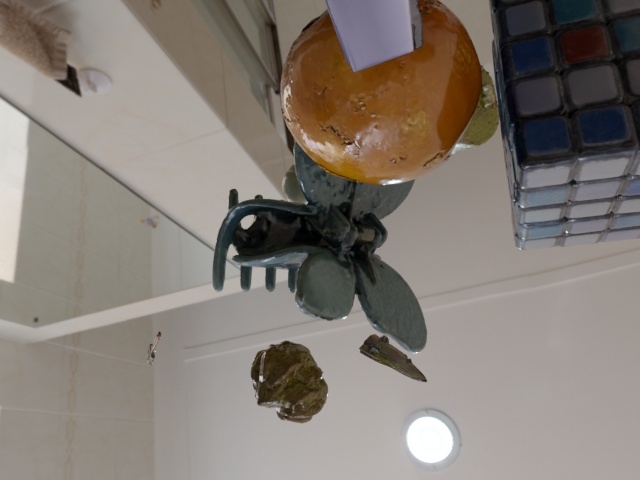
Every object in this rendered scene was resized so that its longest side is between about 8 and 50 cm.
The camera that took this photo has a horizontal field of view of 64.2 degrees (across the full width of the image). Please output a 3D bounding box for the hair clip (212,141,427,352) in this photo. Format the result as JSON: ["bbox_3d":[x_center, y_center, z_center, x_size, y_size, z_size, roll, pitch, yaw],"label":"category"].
[{"bbox_3d":[0.000,0.000,0.879,0.239,0.319,0.391,-7,-98,42],"label":"hair clip"}]

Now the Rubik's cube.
[{"bbox_3d":[0.386,-0.173,0.661,0.293,0.292,0.286,-8,-112,20],"label":"Rubik's cube"}]

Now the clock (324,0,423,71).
[{"bbox_3d":[0.020,-0.259,0.421,0.073,0.145,0.193,-19,-101,9],"label":"clock"}]

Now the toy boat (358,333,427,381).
[{"bbox_3d":[0.205,0.328,1.406,0.210,0.084,0.066,31,-61,28],"label":"toy boat"}]

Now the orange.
[{"bbox_3d":[0.073,-0.185,0.635,0.247,0.246,0.245,-6,-113,15],"label":"orange"}]

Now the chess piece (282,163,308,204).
[{"bbox_3d":[0.052,-0.149,1.247,0.331,0.182,0.182,-22,-128,-42],"label":"chess piece"}]

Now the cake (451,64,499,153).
[{"bbox_3d":[0.250,-0.277,1.080,0.156,0.261,0.178,-15,-101,59],"label":"cake"}]

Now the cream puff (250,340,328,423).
[{"bbox_3d":[-0.095,0.408,1.474,0.244,0.196,0.243,-16,-110,56],"label":"cream puff"}]

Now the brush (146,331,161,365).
[{"bbox_3d":[-0.453,0.291,1.388,0.014,0.170,0.043,-1,-125,-31],"label":"brush"}]
